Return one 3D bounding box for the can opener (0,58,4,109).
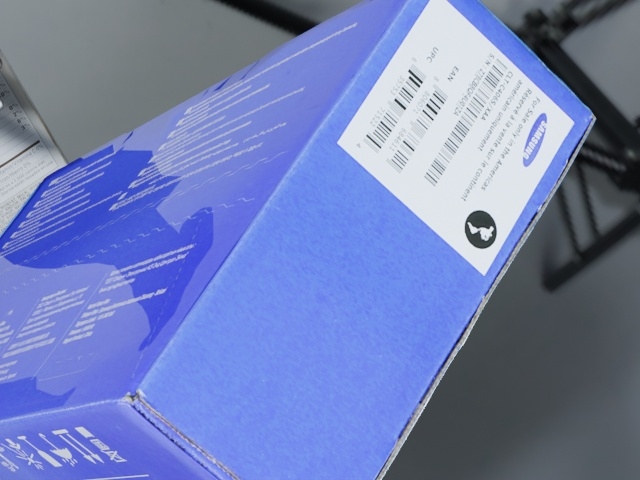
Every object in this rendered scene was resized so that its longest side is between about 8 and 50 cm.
[{"bbox_3d":[-0.220,-0.108,0.857,0.073,0.059,0.186,-5,156,22],"label":"can opener"}]

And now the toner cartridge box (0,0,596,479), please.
[{"bbox_3d":[-0.063,0.028,0.607,0.075,0.348,0.165,43,65,-16],"label":"toner cartridge box"}]

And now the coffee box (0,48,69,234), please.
[{"bbox_3d":[-0.236,-0.065,1.131,0.098,0.141,0.246,-33,135,-8],"label":"coffee box"}]
